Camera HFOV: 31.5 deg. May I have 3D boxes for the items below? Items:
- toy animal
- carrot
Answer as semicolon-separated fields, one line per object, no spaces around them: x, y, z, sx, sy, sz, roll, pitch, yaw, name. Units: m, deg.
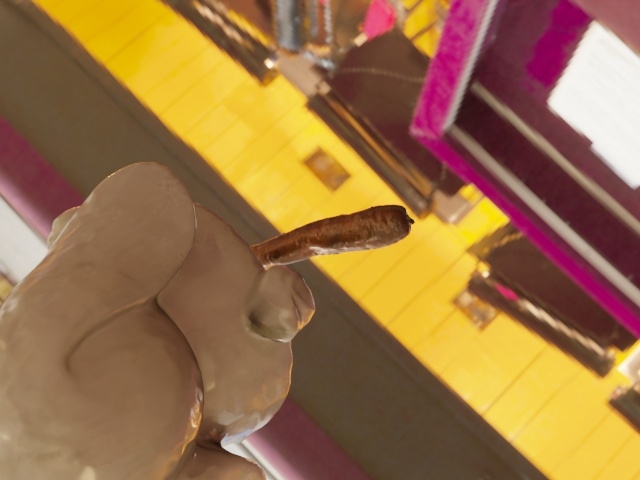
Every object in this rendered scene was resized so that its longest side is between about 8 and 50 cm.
-0.139;0.095;0.761;0.205;0.265;0.272;-7;101;29;toy animal
0.000;-0.001;0.955;0.165;0.036;0.036;-12;133;20;carrot
